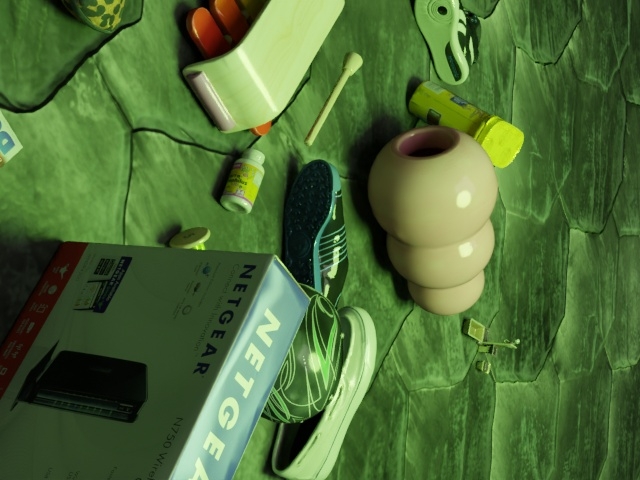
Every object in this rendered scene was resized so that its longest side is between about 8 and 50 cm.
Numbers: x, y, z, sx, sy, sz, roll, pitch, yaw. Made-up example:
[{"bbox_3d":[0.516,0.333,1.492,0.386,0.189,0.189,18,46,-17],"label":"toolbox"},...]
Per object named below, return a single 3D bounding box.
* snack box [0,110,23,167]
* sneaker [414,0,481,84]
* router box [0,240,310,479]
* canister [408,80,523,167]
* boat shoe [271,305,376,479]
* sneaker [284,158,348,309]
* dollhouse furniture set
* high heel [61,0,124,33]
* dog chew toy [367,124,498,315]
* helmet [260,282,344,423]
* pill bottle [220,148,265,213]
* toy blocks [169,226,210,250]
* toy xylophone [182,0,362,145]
[{"bbox_3d":[-0.363,-0.146,1.004,0.064,0.022,0.178,-56,134,-39],"label":"snack box"},{"bbox_3d":[0.228,-0.395,1.800,0.121,0.079,0.217,-60,145,-38],"label":"sneaker"},{"bbox_3d":[-0.206,0.161,1.004,0.082,0.301,0.335,53,50,-43],"label":"router box"},{"bbox_3d":[0.246,-0.200,1.738,0.126,0.170,0.073,15,108,-55],"label":"canister"},{"bbox_3d":[-0.002,0.218,1.475,0.088,0.096,0.267,24,88,-49],"label":"boat shoe"},{"bbox_3d":[0.000,0.000,1.490,0.090,0.081,0.232,4,95,-58],"label":"sneaker"},{"bbox_3d":[0.326,0.201,1.958,0.114,0.081,0.091,32,66,-51],"label":"dollhouse furniture set"},{"bbox_3d":[-0.227,-0.368,1.149,0.186,0.093,0.261,73,35,-44],"label":"high heel"},{"bbox_3d":[0.191,-0.017,1.667,0.206,0.206,0.332,-48,138,-42],"label":"dog chew toy"},{"bbox_3d":[-0.049,0.154,1.351,0.169,0.169,0.161,59,31,-38],"label":"helmet"},{"bbox_3d":[-0.101,-0.080,1.364,0.043,0.043,0.083,44,57,-47],"label":"pill bottle"},{"bbox_3d":[-0.162,0.075,1.276,0.123,0.054,0.148,-42,125,-45],"label":"toy blocks"},{"bbox_3d":[-0.052,-0.268,1.391,0.323,0.081,0.236,-56,134,-37],"label":"toy xylophone"}]
